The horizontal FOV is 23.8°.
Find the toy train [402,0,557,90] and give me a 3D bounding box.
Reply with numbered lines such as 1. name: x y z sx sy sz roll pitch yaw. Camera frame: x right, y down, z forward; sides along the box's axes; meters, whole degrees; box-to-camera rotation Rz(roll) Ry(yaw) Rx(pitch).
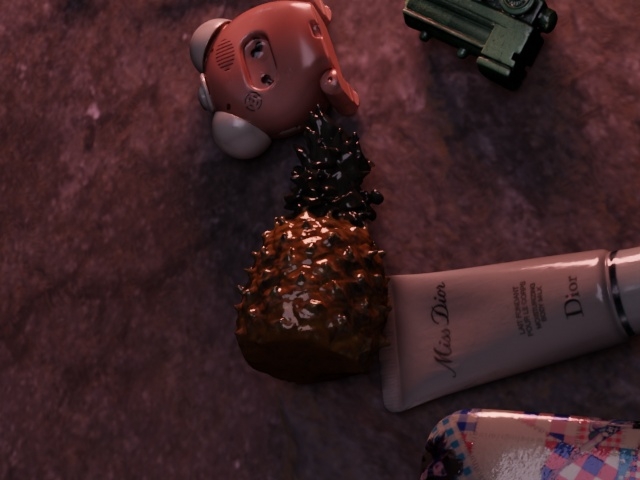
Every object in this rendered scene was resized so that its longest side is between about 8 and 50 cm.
1. toy train: 0.159 -0.237 1.582 0.170 0.071 0.111 28 90 23

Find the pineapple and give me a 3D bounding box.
1. pineapple: 0.000 0.000 1.525 0.158 0.158 0.278 -1 63 17

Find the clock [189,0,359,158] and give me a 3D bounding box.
1. clock: -0.059 -0.182 1.618 0.162 0.093 0.165 -22 69 13

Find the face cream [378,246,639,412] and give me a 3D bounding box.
1. face cream: 0.201 0.072 1.473 0.314 0.089 0.143 -15 68 24

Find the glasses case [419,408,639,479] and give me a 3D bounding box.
1. glasses case: 0.253 0.228 1.403 0.328 0.076 0.125 3 76 19
